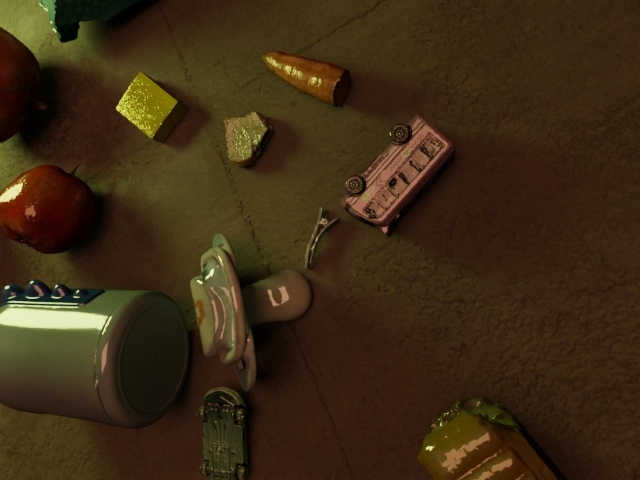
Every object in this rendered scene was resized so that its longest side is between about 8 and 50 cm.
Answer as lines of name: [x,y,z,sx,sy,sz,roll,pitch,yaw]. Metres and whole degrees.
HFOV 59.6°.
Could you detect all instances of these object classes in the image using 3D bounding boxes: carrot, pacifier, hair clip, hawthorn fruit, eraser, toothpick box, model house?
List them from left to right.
hawthorn fruit: [-0.730,-0.340,1.181,0.300,0.275,0.275,20,89,-16]
hawthorn fruit: [-0.547,-0.077,1.132,0.179,0.179,0.200,15,75,20]
toothpick box: [-0.450,0.192,1.019,0.355,0.263,0.262,-1,82,20]
model house: [-0.490,-0.597,1.196,0.241,0.226,0.261,-21,77,-23]
eraser: [-0.349,-0.274,1.155,0.122,0.045,0.097,38,96,18]
pacifier: [-0.110,0.113,0.973,0.207,0.227,0.278,-9,77,-23]
carrot: [-0.036,-0.319,1.047,0.205,0.072,0.072,31,93,24]
hair clip: [0.000,0.000,1.006,0.039,0.030,0.115,20,89,19]

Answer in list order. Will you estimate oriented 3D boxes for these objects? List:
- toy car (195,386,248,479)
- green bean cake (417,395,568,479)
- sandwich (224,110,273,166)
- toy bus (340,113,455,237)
toy car: [-0.166,0.351,0.999,0.093,0.058,0.186,0,94,18]
green bean cake: [0.251,0.324,0.770,0.124,0.236,0.233,-42,74,6]
sandwich: [-0.138,-0.194,1.077,0.093,0.036,0.104,-5,82,17]
toy bus: [0.131,-0.106,0.944,0.108,0.096,0.199,42,94,15]
